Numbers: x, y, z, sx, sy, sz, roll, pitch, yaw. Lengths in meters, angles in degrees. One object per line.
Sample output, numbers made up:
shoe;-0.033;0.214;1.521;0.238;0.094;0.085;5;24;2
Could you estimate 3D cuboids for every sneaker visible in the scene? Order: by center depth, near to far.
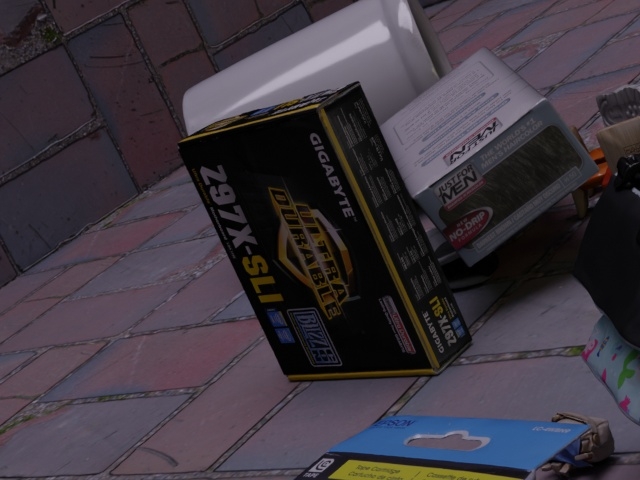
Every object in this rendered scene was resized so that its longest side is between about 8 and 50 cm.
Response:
sneaker;0.217;-0.005;1.741;0.228;0.086;0.132;-36;20;-1
sneaker;0.465;-0.185;1.939;0.095;0.090;0.235;-18;15;-8

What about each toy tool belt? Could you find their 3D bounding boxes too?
toy tool belt;0.202;0.172;1.179;0.083;0.052;0.051;-11;12;47

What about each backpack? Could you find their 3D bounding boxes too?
backpack;0.326;0.064;1.031;0.253;0.191;0.225;13;13;-8

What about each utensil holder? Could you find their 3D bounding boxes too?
utensil holder;0.023;-0.184;2.189;0.385;0.328;0.327;-23;15;12

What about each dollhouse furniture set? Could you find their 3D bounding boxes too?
dollhouse furniture set;0.411;-0.124;1.698;0.262;0.135;0.259;-18;16;26

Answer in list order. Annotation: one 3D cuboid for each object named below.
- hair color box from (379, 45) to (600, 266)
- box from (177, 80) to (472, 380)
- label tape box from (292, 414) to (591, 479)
hair color box;0.192;-0.115;1.720;0.185;0.113;0.374;-37;15;7
box;0.000;0.000;1.580;0.079;0.322;0.257;-35;18;-37
label tape box;0.026;0.264;1.038;0.347;0.115;0.249;-32;16;-35
